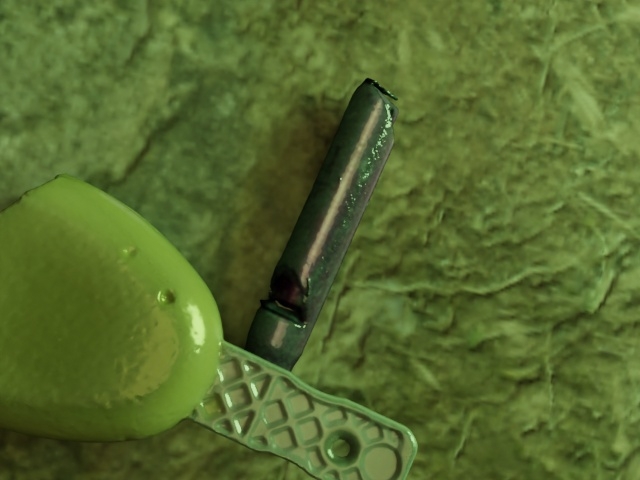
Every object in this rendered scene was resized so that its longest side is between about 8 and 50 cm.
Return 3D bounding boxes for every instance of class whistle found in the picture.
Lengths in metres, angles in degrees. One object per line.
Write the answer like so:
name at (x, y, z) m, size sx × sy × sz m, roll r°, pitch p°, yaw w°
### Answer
whistle at (0.000, 0.000, 0.403) m, size 0.033 × 0.033 × 0.176 m, roll 23°, pitch 88°, yaw -5°

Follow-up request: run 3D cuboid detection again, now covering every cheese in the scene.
cheese at (-0.074, 0.057, 0.370) m, size 0.256 × 0.050 × 0.127 m, roll 23°, pitch 83°, yaw 3°
